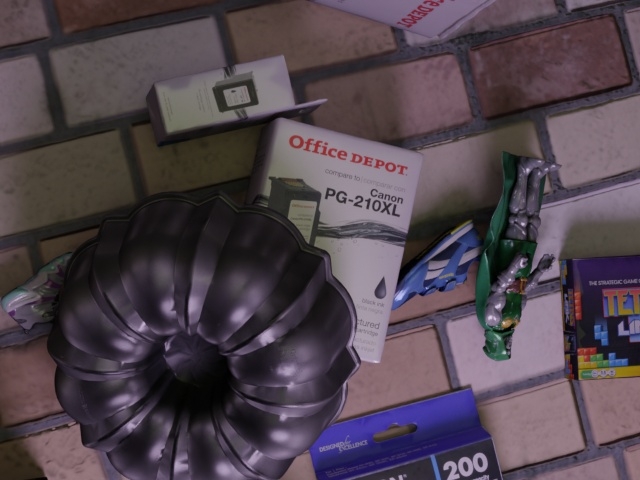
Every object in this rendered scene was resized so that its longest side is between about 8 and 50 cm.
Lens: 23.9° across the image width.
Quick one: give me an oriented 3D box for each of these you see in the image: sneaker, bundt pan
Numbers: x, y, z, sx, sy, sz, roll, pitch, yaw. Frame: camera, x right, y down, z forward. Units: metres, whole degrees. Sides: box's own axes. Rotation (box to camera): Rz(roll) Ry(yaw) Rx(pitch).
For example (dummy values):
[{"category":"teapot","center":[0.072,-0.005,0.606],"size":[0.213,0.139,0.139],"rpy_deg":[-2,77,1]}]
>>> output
[{"category":"sneaker","center":[0.131,0.038,1.704],"size":[0.144,0.053,0.059],"rpy_deg":[-38,97,-10]},{"category":"bundt pan","center":[-0.130,0.122,1.535],"size":[0.330,0.124,0.331],"rpy_deg":[4,112,9]},{"category":"sneaker","center":[-0.287,0.062,1.627],"size":[0.098,0.038,0.069],"rpy_deg":[-37,96,-2]}]

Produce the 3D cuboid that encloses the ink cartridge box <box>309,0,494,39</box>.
[{"category":"ink cartridge box","center":[-0.006,-0.362,1.577],"size":[0.394,0.285,0.166],"rpy_deg":[15,84,-11]}]

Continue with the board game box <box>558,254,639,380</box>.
[{"category":"board game box","center":[0.367,0.087,1.752],"size":[0.170,0.048,0.141],"rpy_deg":[-3,89,-12]}]

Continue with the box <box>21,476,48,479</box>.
[{"category":"box","center":[-0.346,0.357,1.532],"size":[0.168,0.167,0.203],"rpy_deg":[-5,88,-11]}]

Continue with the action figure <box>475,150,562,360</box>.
[{"category":"action figure","center":[0.219,0.022,1.702],"size":[0.063,0.137,0.232],"rpy_deg":[13,94,32]}]

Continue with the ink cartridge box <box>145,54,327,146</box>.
[{"category":"ink cartridge box","center":[-0.092,-0.154,1.642],"size":[0.180,0.104,0.060],"rpy_deg":[-14,89,-12]}]

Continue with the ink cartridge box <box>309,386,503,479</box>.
[{"category":"ink cartridge box","center":[0.105,0.289,1.691],"size":[0.206,0.045,0.208],"rpy_deg":[-14,89,-11]}]

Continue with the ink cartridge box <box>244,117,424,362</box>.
[{"category":"ink cartridge box","center":[0.000,0.000,1.654],"size":[0.172,0.100,0.237],"rpy_deg":[13,85,-10]}]
